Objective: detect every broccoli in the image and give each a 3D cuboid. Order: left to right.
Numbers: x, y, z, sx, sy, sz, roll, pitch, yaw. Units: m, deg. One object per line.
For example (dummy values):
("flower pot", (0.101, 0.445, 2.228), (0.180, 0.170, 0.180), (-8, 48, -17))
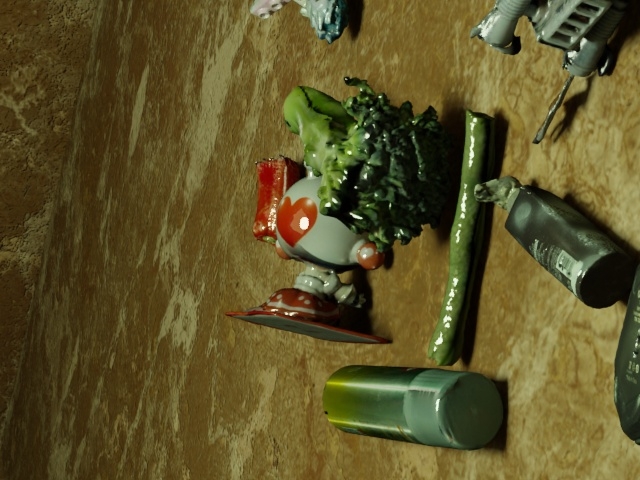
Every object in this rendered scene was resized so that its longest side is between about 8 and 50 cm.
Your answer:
("broccoli", (0.035, -0.110, 1.525), (0.304, 0.145, 0.165), (41, 111, 56))

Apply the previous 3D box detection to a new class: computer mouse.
("computer mouse", (0.279, 0.070, 1.050), (0.106, 0.062, 0.192), (-114, 36, -84))

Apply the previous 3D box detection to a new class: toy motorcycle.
("toy motorcycle", (-0.017, -0.339, 1.759), (0.239, 0.108, 0.204), (137, 132, -58))
("toy motorcycle", (0.226, -0.252, 1.156), (0.207, 0.134, 0.401), (-101, 28, -45))

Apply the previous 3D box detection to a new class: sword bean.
("sword bean", (0.150, 0.000, 1.392), (0.038, 0.043, 0.269), (21, 104, 60))

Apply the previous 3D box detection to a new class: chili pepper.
("chili pepper", (-0.060, -0.052, 1.864), (0.070, 0.073, 0.123), (29, -118, -69))

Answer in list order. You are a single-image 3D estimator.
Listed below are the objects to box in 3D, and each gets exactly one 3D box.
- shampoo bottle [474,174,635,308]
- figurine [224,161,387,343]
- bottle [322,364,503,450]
("shampoo bottle", (0.210, -0.008, 1.230), (0.057, 0.063, 0.208), (-66, 28, 15))
("figurine", (0.000, 0.000, 1.640), (0.183, 0.160, 0.226), (-7, 70, 66))
("bottle", (0.093, 0.177, 1.444), (0.286, 0.082, 0.082), (172, 102, -66))
